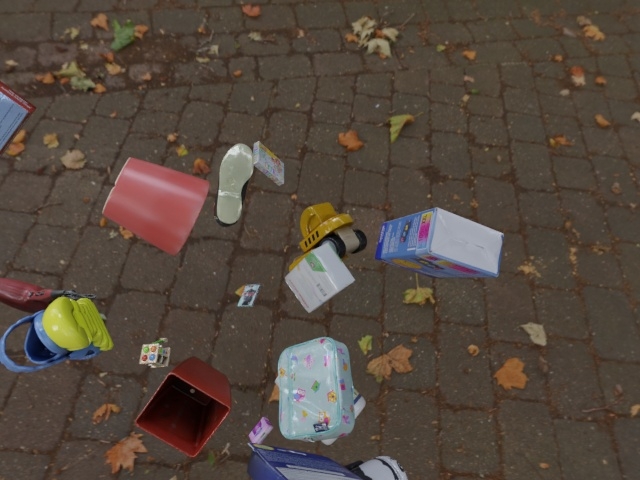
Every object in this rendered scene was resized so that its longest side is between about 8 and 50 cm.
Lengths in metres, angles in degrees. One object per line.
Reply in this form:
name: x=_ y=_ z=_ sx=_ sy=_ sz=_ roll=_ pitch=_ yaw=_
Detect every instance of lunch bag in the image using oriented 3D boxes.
lunch bag: x=-0.021 y=0.437 z=1.193 sx=0.224 sy=0.108 sz=0.279 roll=-20 pitch=54 yaw=24

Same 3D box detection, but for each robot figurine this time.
robot figurine: x=0.178 y=0.851 z=1.401 sx=0.278 sy=0.173 sz=0.209 roll=0 pitch=50 yaw=-41

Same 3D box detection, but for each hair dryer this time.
hair dryer: x=-0.774 y=0.145 z=1.139 sx=0.293 sy=0.223 sz=0.080 roll=12 pitch=55 yaw=-17

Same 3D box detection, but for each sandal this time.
sandal: x=-0.512 y=0.188 z=0.807 sx=0.138 sy=0.317 sz=0.126 roll=-29 pitch=81 yaw=-18

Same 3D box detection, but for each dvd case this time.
dvd case: x=-0.335 y=0.258 z=1.928 sx=0.087 sy=0.013 sz=0.119 roll=-7 pitch=46 yaw=29

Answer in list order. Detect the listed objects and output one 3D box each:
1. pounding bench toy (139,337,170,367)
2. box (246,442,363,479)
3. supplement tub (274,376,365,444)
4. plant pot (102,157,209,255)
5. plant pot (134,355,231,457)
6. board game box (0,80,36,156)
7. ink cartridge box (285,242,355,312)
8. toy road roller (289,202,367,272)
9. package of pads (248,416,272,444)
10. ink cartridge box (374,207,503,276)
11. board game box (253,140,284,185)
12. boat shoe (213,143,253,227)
pounding bench toy: x=-0.458 y=0.304 z=1.137 sx=0.052 sy=0.065 sz=0.083 roll=-9 pitch=60 yaw=12
box: x=-0.007 y=0.306 z=0.513 sx=0.136 sy=0.225 sz=0.036 roll=20 pitch=72 yaw=-19
supplement tub: x=-0.005 y=0.625 z=1.667 sx=0.325 sy=0.235 sz=0.235 roll=42 pitch=66 yaw=16
plant pot: x=-0.518 y=-0.118 z=1.284 sx=0.243 sy=0.275 sz=0.275 roll=25 pitch=60 yaw=-24
plant pot: x=-0.508 y=0.622 z=1.621 sx=0.267 sy=0.236 sz=0.267 roll=35 pitch=101 yaw=-8
board game box: x=-0.605 y=-0.170 z=0.663 sx=0.145 sy=0.281 sz=0.027 roll=41 pitch=25 yaw=-30
ink cartridge box: x=-0.008 y=0.129 z=1.370 sx=0.093 sy=0.212 sz=0.154 roll=-28 pitch=79 yaw=-42
toy road roller: x=0.000 y=0.000 z=1.632 sx=0.202 sy=0.329 sz=0.241 roll=-17 pitch=72 yaw=-49
package of pads: x=-0.200 y=0.639 z=1.368 sx=0.083 sy=0.032 sz=0.050 roll=-52 pitch=34 yaw=-5
ink cartridge box: x=0.371 y=0.026 z=1.396 sx=0.270 sy=0.395 sz=0.151 roll=18 pitch=80 yaw=-18
board game box: x=-0.195 y=-0.291 z=1.558 sx=0.026 sy=0.154 sz=0.103 roll=-20 pitch=55 yaw=27
boat shoe: x=-0.135 y=-0.085 z=0.628 sx=0.049 sy=0.042 sz=0.133 roll=14 pitch=74 yaw=-20
